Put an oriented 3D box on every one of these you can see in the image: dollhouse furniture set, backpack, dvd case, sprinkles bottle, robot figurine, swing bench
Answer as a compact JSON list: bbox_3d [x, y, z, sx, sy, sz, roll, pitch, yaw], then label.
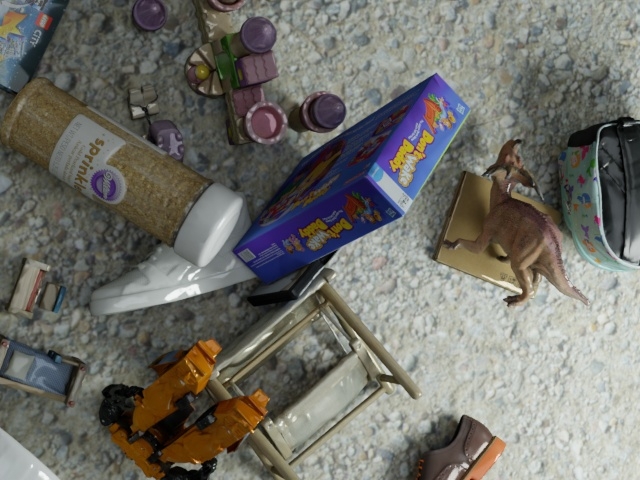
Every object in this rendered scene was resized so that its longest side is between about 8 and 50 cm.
[{"bbox_3d":[-0.400,0.133,1.694,0.129,0.129,0.184,20,83,-18],"label":"dollhouse furniture set"},{"bbox_3d":[0.528,-0.071,1.978,0.225,0.191,0.254,-5,83,-21],"label":"backpack"},{"bbox_3d":[0.000,0.000,1.788,0.022,0.180,0.253,45,69,-12],"label":"dvd case"},{"bbox_3d":[-0.288,-0.100,1.680,0.355,0.121,0.121,31,79,5],"label":"sprinkles bottle"},{"bbox_3d":[-0.207,0.262,1.699,0.211,0.291,0.085,48,46,-5],"label":"robot figurine"},{"bbox_3d":[-0.027,0.217,1.808,0.253,0.165,0.255,-38,96,-15],"label":"swing bench"}]

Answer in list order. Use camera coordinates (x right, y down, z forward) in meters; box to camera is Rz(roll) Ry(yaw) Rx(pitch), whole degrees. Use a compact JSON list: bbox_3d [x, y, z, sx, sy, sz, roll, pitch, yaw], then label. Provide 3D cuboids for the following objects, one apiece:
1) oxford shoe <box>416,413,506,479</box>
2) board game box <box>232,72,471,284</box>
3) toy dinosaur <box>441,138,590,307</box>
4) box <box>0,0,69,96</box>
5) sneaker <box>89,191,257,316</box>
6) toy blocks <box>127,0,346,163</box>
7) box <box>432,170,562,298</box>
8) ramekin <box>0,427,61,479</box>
[{"bbox_3d":[0.187,0.409,1.925,0.098,0.097,0.271,43,72,6],"label":"oxford shoe"},{"bbox_3d":[0.040,-0.084,1.698,0.078,0.347,0.233,45,54,-14],"label":"board game box"},{"bbox_3d":[0.333,-0.021,1.877,0.127,0.296,0.200,-6,133,-43],"label":"toy dinosaur"},{"bbox_3d":[-0.467,-0.350,1.719,0.159,0.044,0.233,26,81,-18],"label":"box"},{"bbox_3d":[-0.233,0.009,1.772,0.292,0.108,0.169,-17,93,-28],"label":"sneaker"},{"bbox_3d":[-0.125,-0.270,1.722,0.308,0.260,0.289,-14,95,-18],"label":"toy blocks"},{"bbox_3d":[0.307,-0.009,1.993,0.201,0.021,0.164,22,83,-17],"label":"box"},{"bbox_3d":[-0.472,0.333,1.599,0.277,0.277,0.135,44,69,-14],"label":"ramekin"}]
